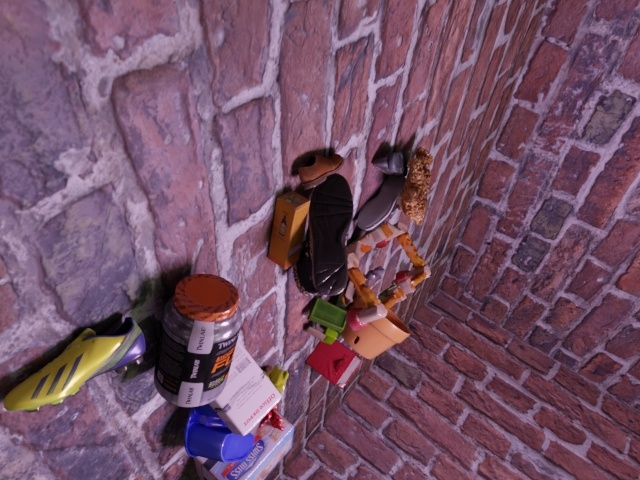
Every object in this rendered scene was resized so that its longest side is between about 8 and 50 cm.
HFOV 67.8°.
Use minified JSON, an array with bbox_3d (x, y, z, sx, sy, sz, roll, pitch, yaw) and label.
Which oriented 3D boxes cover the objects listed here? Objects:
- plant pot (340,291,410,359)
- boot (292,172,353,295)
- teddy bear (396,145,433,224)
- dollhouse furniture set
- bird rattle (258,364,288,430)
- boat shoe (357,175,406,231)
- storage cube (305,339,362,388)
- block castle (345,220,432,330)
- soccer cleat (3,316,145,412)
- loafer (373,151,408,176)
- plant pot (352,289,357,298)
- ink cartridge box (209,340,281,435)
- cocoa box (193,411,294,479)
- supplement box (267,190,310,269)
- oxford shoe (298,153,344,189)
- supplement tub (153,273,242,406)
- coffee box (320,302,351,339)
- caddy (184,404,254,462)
[{"bbox_3d":[0.218,0.380,2.089,0.203,0.291,0.291,-50,157,7],"label":"plant pot"},{"bbox_3d":[0.000,0.000,1.520,0.284,0.138,0.376,141,-51,-70],"label":"boot"},{"bbox_3d":[0.374,-0.219,1.888,0.245,0.113,0.337,74,28,-69],"label":"teddy bear"},{"bbox_3d":[0.047,0.269,2.085,0.197,0.152,0.301,117,-3,-56],"label":"dollhouse furniture set"},{"bbox_3d":[-0.188,0.607,1.881,0.207,0.143,0.253,-133,-144,-78],"label":"bird rattle"},{"bbox_3d":[0.257,-0.138,1.926,0.302,0.114,0.091,-48,149,-18],"label":"boat shoe"},{"bbox_3d":[0.070,0.600,2.379,0.183,0.193,0.215,-53,155,-10],"label":"storage cube"},{"bbox_3d":[0.214,0.129,1.916,0.213,0.302,0.453,-30,180,45],"label":"block castle"},{"bbox_3d":[-0.507,0.250,0.994,0.289,0.094,0.121,-23,109,-45],"label":"soccer cleat"},{"bbox_3d":[0.274,-0.295,1.833,0.268,0.084,0.096,-5,94,-68],"label":"loafer"},{"bbox_3d":[0.184,0.281,2.324,0.109,0.096,0.109,-46,153,-25],"label":"plant pot"},{"bbox_3d":[-0.264,0.456,1.485,0.172,0.237,0.100,-40,-174,-35],"label":"ink cartridge box"},{"bbox_3d":[-0.301,0.848,1.922,0.347,0.228,0.231,-39,151,-35],"label":"cocoa box"},{"bbox_3d":[-0.095,-0.029,1.423,0.080,0.078,0.233,-35,149,-42],"label":"supplement box"},{"bbox_3d":[0.005,-0.223,1.397,0.212,0.076,0.075,-44,115,-51],"label":"oxford shoe"},{"bbox_3d":[-0.310,0.252,1.211,0.194,0.194,0.315,-26,142,-50],"label":"supplement tub"},{"bbox_3d":[0.092,0.360,2.223,0.184,0.113,0.040,-53,128,-12],"label":"coffee box"},{"bbox_3d":[-0.342,0.625,1.641,0.341,0.180,0.241,57,45,-64],"label":"caddy"}]
